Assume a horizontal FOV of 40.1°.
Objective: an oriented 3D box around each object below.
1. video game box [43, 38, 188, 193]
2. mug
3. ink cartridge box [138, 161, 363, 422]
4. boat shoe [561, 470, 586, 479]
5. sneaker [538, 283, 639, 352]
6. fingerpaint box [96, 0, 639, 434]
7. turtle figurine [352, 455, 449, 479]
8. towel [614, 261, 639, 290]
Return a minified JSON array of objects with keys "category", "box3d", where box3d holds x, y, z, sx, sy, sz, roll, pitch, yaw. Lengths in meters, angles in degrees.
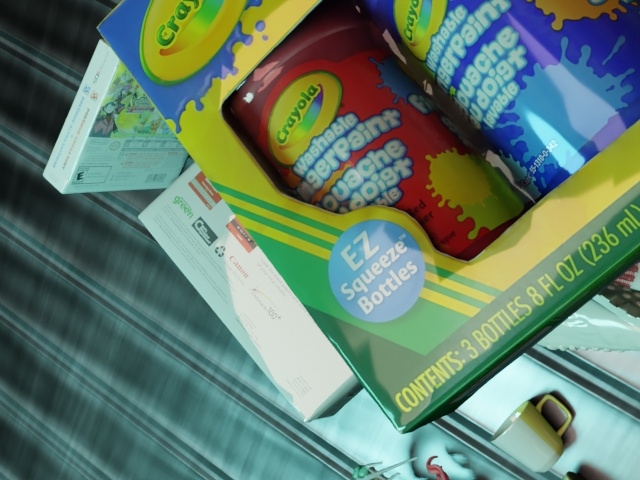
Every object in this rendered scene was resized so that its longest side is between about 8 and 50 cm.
[{"category":"video game box","box3d":[-0.224,-0.149,1.086,0.048,0.205,0.187,41,113,21]},{"category":"mug","box3d":[0.235,0.214,0.956,0.064,0.062,0.078,43,121,10]},{"category":"ink cartridge box","box3d":[0.000,0.000,1.003,0.272,0.130,0.309,-43,75,6]},{"category":"boat shoe","box3d":[0.299,0.310,0.935,0.045,0.050,0.135,-45,74,20]},{"category":"sneaker","box3d":[0.277,0.075,0.910,0.235,0.090,0.094,22,119,29]},{"category":"fingerpaint box","box3d":[0.125,-0.154,0.603,0.445,0.163,0.371,-41,73,13]},{"category":"turtle figurine","box3d":[0.099,0.347,1.015,0.234,0.118,0.175,-56,50,40]},{"category":"towel","box3d":[0.246,-0.085,0.689,0.329,0.037,0.237,19,89,12]}]
